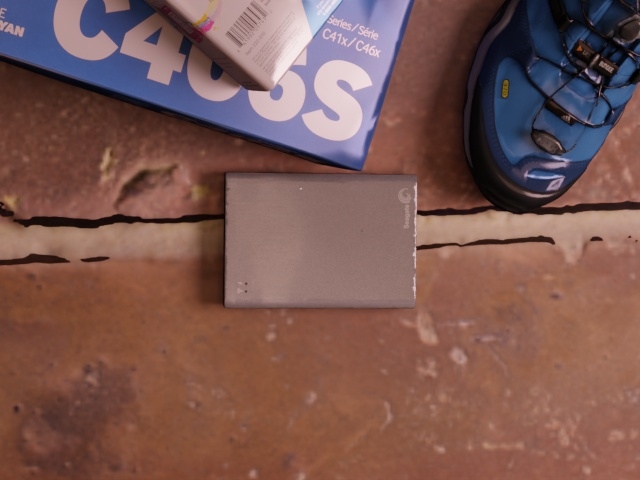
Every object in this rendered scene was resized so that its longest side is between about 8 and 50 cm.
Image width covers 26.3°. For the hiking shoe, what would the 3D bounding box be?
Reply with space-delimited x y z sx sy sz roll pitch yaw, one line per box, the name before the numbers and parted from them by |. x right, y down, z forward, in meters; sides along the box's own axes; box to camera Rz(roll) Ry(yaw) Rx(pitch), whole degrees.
hiking shoe | 0.191 -0.158 0.912 0.113 0.132 0.304 28 90 -7

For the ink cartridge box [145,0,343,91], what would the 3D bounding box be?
ink cartridge box | -0.055 -0.162 0.823 0.122 0.052 0.088 41 82 -21

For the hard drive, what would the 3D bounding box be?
hard drive | 0.000 0.000 0.956 0.135 0.022 0.094 0 93 -6

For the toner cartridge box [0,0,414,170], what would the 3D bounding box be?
toner cartridge box | -0.114 -0.171 0.869 0.347 0.075 0.165 16 90 -21
